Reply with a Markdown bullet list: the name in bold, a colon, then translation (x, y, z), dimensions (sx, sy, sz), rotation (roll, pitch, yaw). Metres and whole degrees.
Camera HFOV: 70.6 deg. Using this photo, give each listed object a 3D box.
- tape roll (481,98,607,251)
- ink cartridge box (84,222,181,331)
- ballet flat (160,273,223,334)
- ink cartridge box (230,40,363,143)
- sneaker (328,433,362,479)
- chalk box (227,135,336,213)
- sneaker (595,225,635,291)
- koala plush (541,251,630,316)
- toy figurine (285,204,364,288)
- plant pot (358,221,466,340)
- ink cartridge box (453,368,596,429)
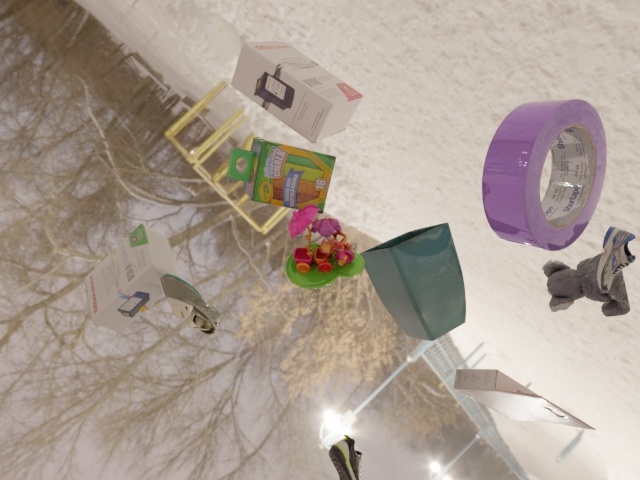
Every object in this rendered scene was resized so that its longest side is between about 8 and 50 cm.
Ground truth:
- **tape roll**: translation (0.427, -0.122, 0.852), dimensions (0.275, 0.275, 0.090), rotation (48, 163, -32)
- **ink cartridge box**: translation (-0.455, 0.090, 1.086), dimensions (0.093, 0.212, 0.154), rotation (40, -167, -50)
- **ballet flat**: translation (-0.274, 0.145, 0.958), dimensions (0.072, 0.068, 0.213), rotation (6, 151, 22)
- **ink cartridge box**: translation (-0.051, -0.335, 1.002), dimensions (0.237, 0.100, 0.172), rotation (37, -145, 9)
- **sneaker**: translation (0.107, 0.716, 1.423), dimensions (0.084, 0.097, 0.235), rotation (9, 125, 51)
- **chalk box**: translation (-0.095, -0.151, 1.000), dimensions (0.212, 0.133, 0.132), rotation (8, -166, -20)
- **sneaker**: translation (0.598, 0.043, 0.912), dimensions (0.058, 0.135, 0.052), rotation (16, -159, 40)
- **koala plush**: translation (0.815, 0.130, 1.407), dimensions (0.221, 0.196, 0.203), rotation (-11, 153, 33)
- **toy figurine**: translation (0.000, 0.000, 0.920), dimensions (0.159, 0.173, 0.130), rotation (80, -166, -45)
- **plant pot**: translation (0.232, 0.103, 1.059), dimensions (0.234, 0.165, 0.165), rotation (68, 158, -2)
- **ink cartridge box**: translation (0.572, 0.444, 1.271), dimensions (0.296, 0.066, 0.261), rotation (33, 151, -28)
